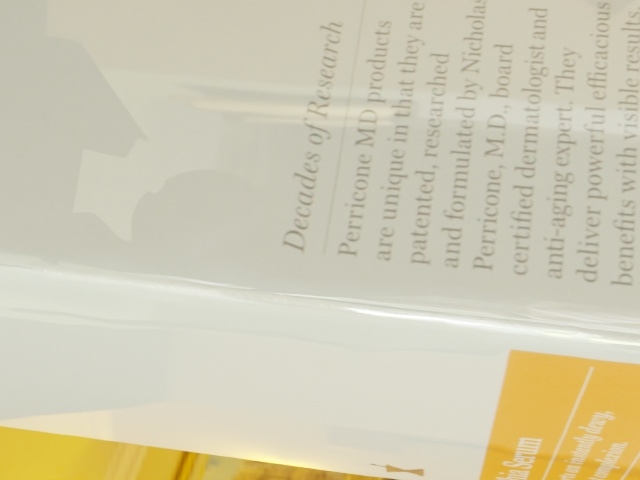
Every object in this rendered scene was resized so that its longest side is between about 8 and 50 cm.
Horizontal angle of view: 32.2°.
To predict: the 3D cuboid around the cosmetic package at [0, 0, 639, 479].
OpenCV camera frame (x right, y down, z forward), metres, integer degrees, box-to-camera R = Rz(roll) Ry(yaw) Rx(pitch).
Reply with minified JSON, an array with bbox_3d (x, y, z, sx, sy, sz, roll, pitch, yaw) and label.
[{"bbox_3d":[0.000,0.000,0.499,0.230,0.453,0.161,79,-161,-64],"label":"cosmetic package"}]
